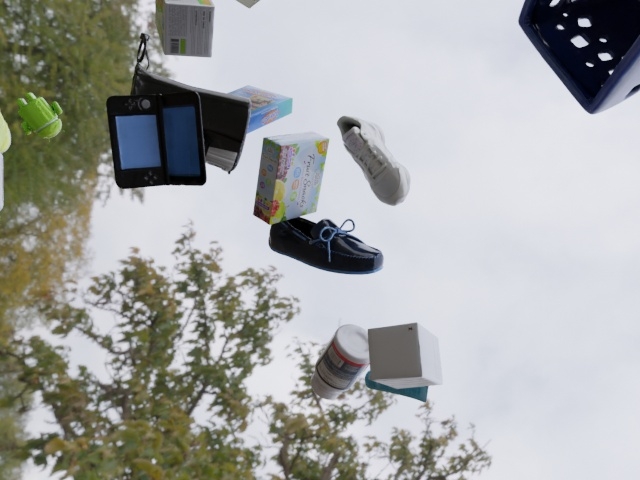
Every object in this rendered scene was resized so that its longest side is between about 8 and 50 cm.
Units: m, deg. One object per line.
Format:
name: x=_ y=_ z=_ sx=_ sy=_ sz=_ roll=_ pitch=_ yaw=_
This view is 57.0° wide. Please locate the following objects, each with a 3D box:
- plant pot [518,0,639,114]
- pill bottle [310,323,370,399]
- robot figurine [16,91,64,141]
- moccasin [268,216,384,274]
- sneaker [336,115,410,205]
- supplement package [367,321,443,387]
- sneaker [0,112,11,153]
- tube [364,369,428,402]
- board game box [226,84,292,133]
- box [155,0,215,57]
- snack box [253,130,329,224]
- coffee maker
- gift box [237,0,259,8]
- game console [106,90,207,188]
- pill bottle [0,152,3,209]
plant pot: x=0.478 y=-0.368 z=0.894 sx=0.236 sy=0.212 sz=0.236 roll=97 pitch=-29 yaw=-62
pill bottle: x=0.048 y=0.292 z=1.391 sx=0.108 sy=0.108 sz=0.180 roll=50 pitch=-49 yaw=25
robot figurine: x=-0.664 y=-0.292 z=1.396 sx=0.115 sy=0.101 sz=0.067 roll=56 pitch=-7 yaw=-22
moccasin: x=0.000 y=0.000 z=1.488 sx=0.342 sy=0.137 sz=0.117 roll=13 pitch=-70 yaw=28
sneaker: x=0.127 y=-0.211 z=1.551 sx=0.114 sy=0.152 sz=0.305 roll=-45 pitch=-129 yaw=26
supplement package: x=0.174 y=0.238 z=1.196 sx=0.105 sy=0.179 sz=0.105 roll=-10 pitch=-112 yaw=21
sneaker: x=-0.779 y=-0.321 z=1.276 sx=0.147 sy=0.145 sz=0.385 roll=14 pitch=-31 yaw=15
tube: x=0.201 y=0.366 z=1.522 sx=0.207 sy=0.052 sz=0.080 roll=-10 pitch=-111 yaw=52
board game box: x=-0.199 y=-0.353 z=1.580 sx=0.160 sy=0.210 sz=0.047 roll=22 pitch=-52 yaw=26
box: x=-0.304 y=-0.498 z=1.302 sx=0.203 sy=0.103 sz=0.114 roll=-117 pitch=-150 yaw=-47
snack box: x=-0.072 y=-0.159 z=1.468 sx=0.070 sy=0.174 sz=0.207 roll=31 pitch=-59 yaw=33
coffee maker: x=-0.201 y=-0.203 z=0.907 sx=0.120 sy=0.178 sz=0.171 roll=-119 pitch=-137 yaw=-55
gift box: x=-0.242 y=-0.878 z=1.765 sx=0.258 sy=0.276 sz=0.255 roll=11 pitch=-97 yaw=62
game console: x=-0.213 y=-0.129 z=0.766 sx=0.071 sy=0.107 sz=0.122 roll=18 pitch=-67 yaw=62
pill bottle: x=-0.600 y=-0.090 z=1.035 sx=0.078 sy=0.078 sz=0.137 roll=-23 pitch=-111 yaw=44
